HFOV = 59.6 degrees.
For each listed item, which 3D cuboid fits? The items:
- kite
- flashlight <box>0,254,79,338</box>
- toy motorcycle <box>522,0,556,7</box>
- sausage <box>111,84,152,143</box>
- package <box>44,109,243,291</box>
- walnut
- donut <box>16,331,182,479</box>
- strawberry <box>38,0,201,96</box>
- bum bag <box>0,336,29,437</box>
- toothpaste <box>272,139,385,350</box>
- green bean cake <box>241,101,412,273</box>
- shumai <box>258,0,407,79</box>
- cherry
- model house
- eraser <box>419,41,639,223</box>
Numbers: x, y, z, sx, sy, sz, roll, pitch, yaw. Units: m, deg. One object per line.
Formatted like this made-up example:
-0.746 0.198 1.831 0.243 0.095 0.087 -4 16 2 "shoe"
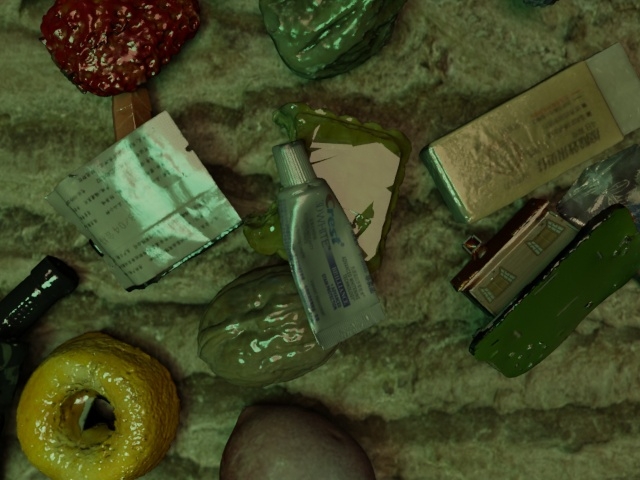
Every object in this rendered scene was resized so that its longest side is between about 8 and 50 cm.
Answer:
0.529 0.006 0.925 0.169 0.015 0.310 -33 90 0 "kite"
-0.483 0.120 0.869 0.093 0.093 0.232 44 88 -3 "flashlight"
0.294 -0.483 0.856 0.159 0.106 0.270 -41 82 -3 "toy motorcycle"
-0.290 -0.173 0.874 0.065 0.065 0.169 -7 92 -1 "sausage"
-0.269 -0.042 0.835 0.251 0.062 0.204 -30 106 21 "package"
-0.082 0.129 0.844 0.230 0.178 0.178 -24 93 5 "walnut"
-0.348 0.269 0.872 0.254 0.118 0.253 0 89 13 "donut"
-0.296 -0.330 0.822 0.237 0.111 0.190 -31 72 -7 "strawberry"
-0.531 0.284 0.816 0.095 0.144 0.340 38 114 36 "bum bag"
-0.002 0.001 0.763 0.099 0.068 0.282 -19 95 6 "toothpaste"
0.007 -0.078 0.854 0.233 0.124 0.236 14 92 -2 "green bean cake"
0.019 -0.371 0.798 0.225 0.222 0.260 41 95 -5 "shumai"
-0.047 0.364 0.830 0.239 0.206 0.239 1 104 3 "cherry"
0.330 0.053 0.879 0.294 0.154 0.207 -47 136 9 "model house"
0.339 -0.166 0.881 0.343 0.078 0.144 -28 93 -1 "eraser"
